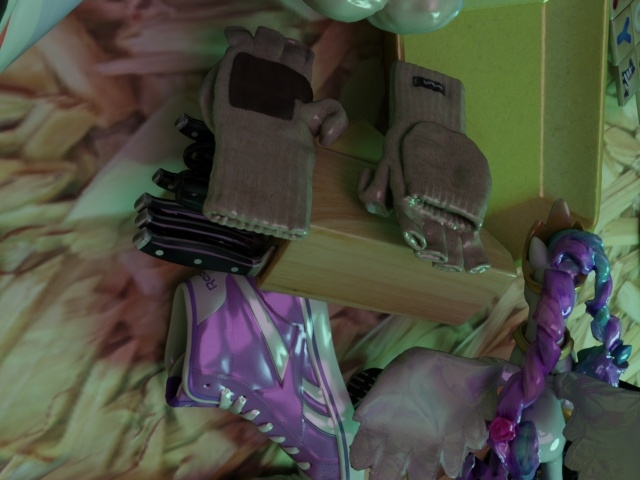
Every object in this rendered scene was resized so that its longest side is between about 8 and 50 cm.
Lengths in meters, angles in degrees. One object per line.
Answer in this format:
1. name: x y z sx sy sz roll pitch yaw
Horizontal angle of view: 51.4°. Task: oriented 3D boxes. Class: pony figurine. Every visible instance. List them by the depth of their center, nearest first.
1. pony figurine: 0.217 0.182 0.696 0.351 0.302 0.364 -59 152 -47

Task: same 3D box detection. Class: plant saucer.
1. plant saucer: 0.188 -0.131 0.740 0.332 0.081 0.333 -18 113 -33

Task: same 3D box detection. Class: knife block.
1. knife block: 0.000 0.000 0.543 0.242 0.275 0.088 -37 168 -47

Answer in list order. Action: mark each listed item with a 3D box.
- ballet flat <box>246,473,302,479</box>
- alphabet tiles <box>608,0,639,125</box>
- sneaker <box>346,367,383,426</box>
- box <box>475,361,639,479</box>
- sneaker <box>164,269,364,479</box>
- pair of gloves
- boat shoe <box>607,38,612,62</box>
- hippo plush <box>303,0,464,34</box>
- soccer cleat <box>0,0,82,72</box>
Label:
1. ballet flat: -0.114 0.313 0.603 0.408 0.147 0.147 6 99 -39
2. alphabet tiles: 0.462 -0.335 0.898 0.342 0.011 0.285 -42 123 -33
3. sneaker: 0.043 0.193 0.752 0.109 0.040 0.044 -55 143 -8
4. box: 0.359 0.325 0.858 0.296 0.293 0.073 -53 127 -14
5. sneaker: -0.061 0.150 0.626 0.161 0.102 0.282 -22 104 -27
6. pair of gloves: 0.022 -0.074 0.522 0.239 0.042 0.204 8 54 -20
7. boat shoe: 0.379 -0.269 0.866 0.137 0.049 0.043 14 91 -41
8. hippo plush: 0.090 -0.296 0.438 0.234 0.236 0.294 36 50 -32
9. soccer cleat: -0.188 -0.190 0.425 0.109 0.116 0.318 47 69 -22
